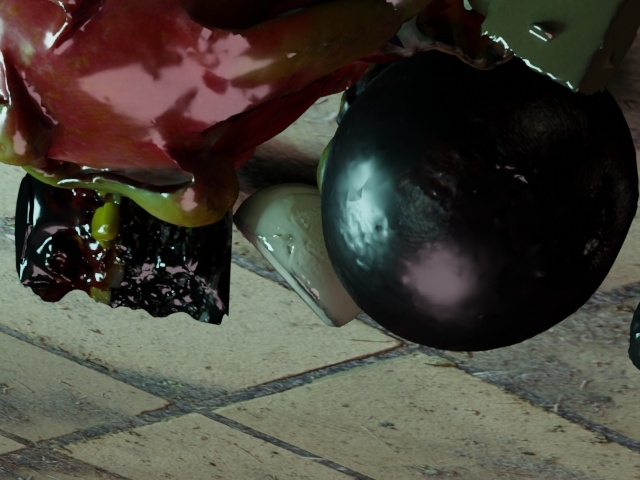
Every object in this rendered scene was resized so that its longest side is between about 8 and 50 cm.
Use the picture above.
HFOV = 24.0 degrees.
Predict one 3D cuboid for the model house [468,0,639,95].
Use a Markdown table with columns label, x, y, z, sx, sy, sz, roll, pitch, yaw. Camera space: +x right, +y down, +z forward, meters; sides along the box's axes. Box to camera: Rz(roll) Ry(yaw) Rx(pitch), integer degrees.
| label | x | y | z | sx | sy | sz | roll | pitch | yaw |
| --- | --- | --- | --- | --- | --- | --- | --- | --- | --- |
| model house | 0.143 | -0.138 | 0.607 | 0.181 | 0.176 | 0.248 | 23 | -167 | -16 |

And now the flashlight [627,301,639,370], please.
| label | x | y | z | sx | sy | sz | roll | pitch | yaw |
| --- | --- | --- | --- | --- | --- | --- | --- | --- | --- |
| flashlight | 0.372 | 0.085 | 1.238 | 0.232 | 0.093 | 0.093 | 5 | 156 | 33 |

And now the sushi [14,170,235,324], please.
| label | x | y | z | sx | sy | sz | roll | pitch | yaw |
| --- | --- | --- | --- | --- | --- | --- | --- | --- | --- |
| sushi | -0.170 | -0.013 | 1.238 | 0.150 | 0.153 | 0.172 | 1 | -177 | -21 |

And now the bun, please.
| label | x | y | z | sx | sy | sz | roll | pitch | yaw |
| --- | --- | --- | --- | --- | --- | --- | --- | --- | --- |
| bun | 0.000 | 0.000 | 1.248 | 0.138 | 0.094 | 0.138 | 47 | 174 | 7 |

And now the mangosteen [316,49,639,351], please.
| label | x | y | z | sx | sy | sz | roll | pitch | yaw |
| --- | --- | --- | --- | --- | --- | --- | --- | --- | --- |
| mangosteen | 0.085 | -0.041 | 0.992 | 0.211 | 0.211 | 0.250 | 33 | -179 | -37 |

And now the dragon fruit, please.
| label | x | y | z | sx | sy | sz | roll | pitch | yaw |
| --- | --- | --- | --- | --- | --- | --- | --- | --- | --- |
| dragon fruit | -0.069 | -0.142 | 0.809 | 0.307 | 0.243 | 0.227 | -32 | 159 | 0 |
